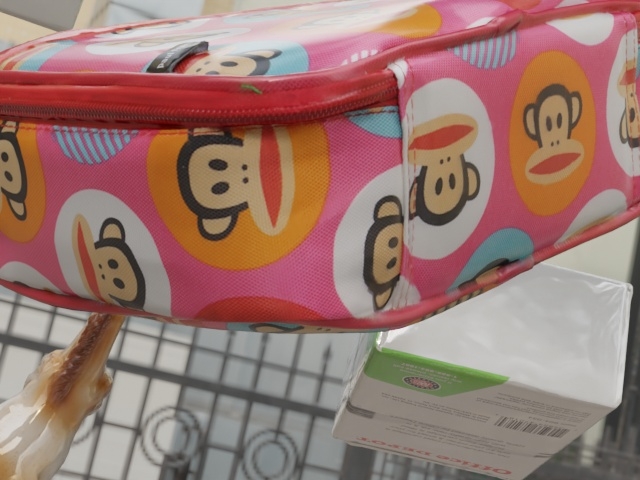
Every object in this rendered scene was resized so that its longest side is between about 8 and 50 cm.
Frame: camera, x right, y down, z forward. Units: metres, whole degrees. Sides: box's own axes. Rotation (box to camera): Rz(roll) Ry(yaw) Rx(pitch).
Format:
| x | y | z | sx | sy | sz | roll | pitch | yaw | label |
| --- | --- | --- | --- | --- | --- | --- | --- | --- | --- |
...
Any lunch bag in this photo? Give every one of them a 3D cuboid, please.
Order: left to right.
| x | y | z | sx | sy | sz | roll | pitch | yaw | label |
| --- | --- | --- | --- | --- | --- | --- | --- | --- | --- |
| -0.009 | -0.049 | 0.532 | 0.258 | 0.120 | 0.293 | 7 | 18 | 43 | lunch bag |

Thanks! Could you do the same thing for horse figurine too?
| x | y | z | sx | sy | sz | roll | pitch | yaw | label |
| --- | --- | --- | --- | --- | --- | --- | --- | --- | --- |
| -0.203 | 0.137 | 0.739 | 0.066 | 0.263 | 0.174 | 42 | -35 | -3 | horse figurine |

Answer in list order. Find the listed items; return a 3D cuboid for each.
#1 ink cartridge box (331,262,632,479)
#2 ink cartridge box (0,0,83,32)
| x | y | z | sx | sy | sz | roll | pitch | yaw | label |
| --- | --- | --- | --- | --- | --- | --- | --- | --- | --- |
| 0.131 | 0.113 | 1.018 | 0.198 | 0.115 | 0.273 | 13 | -25 | -2 | ink cartridge box |
| -0.350 | -0.309 | 1.083 | 0.289 | 0.121 | 0.211 | 18 | 15 | -14 | ink cartridge box |
